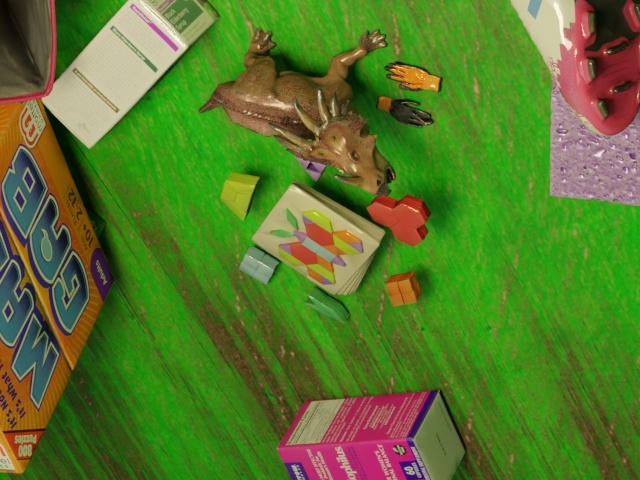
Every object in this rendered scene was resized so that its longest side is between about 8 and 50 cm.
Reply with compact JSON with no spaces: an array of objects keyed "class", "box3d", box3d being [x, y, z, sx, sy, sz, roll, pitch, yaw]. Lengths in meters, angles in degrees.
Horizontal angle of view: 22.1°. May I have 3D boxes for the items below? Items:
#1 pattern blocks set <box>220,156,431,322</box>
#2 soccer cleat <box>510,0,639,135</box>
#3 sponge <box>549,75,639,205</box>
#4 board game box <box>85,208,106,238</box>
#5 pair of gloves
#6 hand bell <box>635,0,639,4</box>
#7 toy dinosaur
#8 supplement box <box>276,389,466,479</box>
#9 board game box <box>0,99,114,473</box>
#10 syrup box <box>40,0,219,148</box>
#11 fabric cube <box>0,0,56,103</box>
[{"class":"pattern blocks set","box3d":[0.000,0.000,2.093,0.285,0.026,0.325,26,148,10]},{"class":"soccer cleat","box3d":[0.257,-0.272,1.781,0.143,0.116,0.331,7,122,54]},{"class":"sponge","box3d":[0.324,-0.137,1.893,0.117,0.031,0.210,9,126,20]},{"class":"board game box","box3d":[-0.488,-0.044,2.310,0.317,0.046,0.213,34,131,-14]},{"class":"pair of gloves","box3d":[0.106,-0.176,1.985,0.074,0.010,0.083,21,130,11]},{"class":"hand bell","box3d":[0.441,-0.194,1.769,0.242,0.126,0.126,33,132,18]},{"class":"toy dinosaur","box3d":[-0.039,-0.156,1.945,0.296,0.200,0.127,8,126,22]},{"class":"supplement box","box3d":[0.069,0.288,2.270,0.220,0.114,0.111,-8,120,32]},{"class":"board game box","box3d":[-0.532,0.044,2.119,0.356,0.356,0.356,1,133,19]},{"class":"syrup box","box3d":[-0.241,-0.228,2.062,0.096,0.093,0.237,45,130,-8]},{"class":"fabric cube","box3d":[-0.467,-0.324,1.935,0.259,0.258,0.254,-9,130,-19]}]
